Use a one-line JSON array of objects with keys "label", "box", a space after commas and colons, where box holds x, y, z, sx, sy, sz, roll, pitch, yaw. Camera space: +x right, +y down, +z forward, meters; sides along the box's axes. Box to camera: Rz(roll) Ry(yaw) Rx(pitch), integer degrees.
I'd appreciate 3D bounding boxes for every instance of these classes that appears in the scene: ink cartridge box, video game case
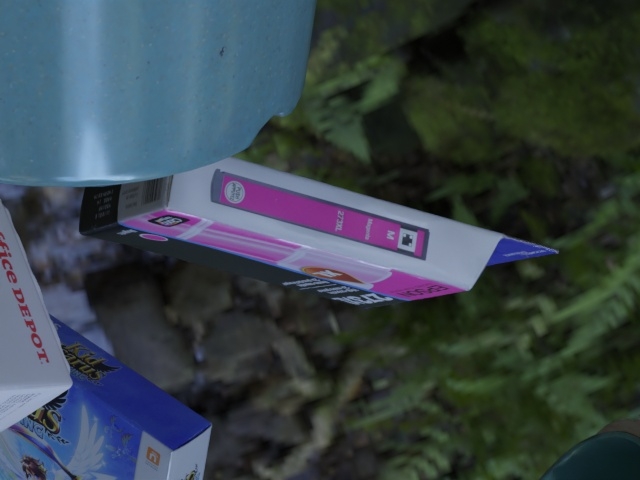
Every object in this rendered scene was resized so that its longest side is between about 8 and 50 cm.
[{"label": "ink cartridge box", "box": [-0.318, 0.057, 1.418, 0.100, 0.172, 0.237, -34, 160, 30]}, {"label": "ink cartridge box", "box": [0.000, 0.000, 1.629, 0.371, 0.069, 0.175, 13, 167, -27]}, {"label": "video game case", "box": [-0.236, 0.211, 1.866, 0.061, 0.269, 0.244, -32, 143, -44]}]

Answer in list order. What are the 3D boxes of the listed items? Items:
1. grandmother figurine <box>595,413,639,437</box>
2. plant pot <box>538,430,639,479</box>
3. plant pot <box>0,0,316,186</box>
[{"label": "grandmother figurine", "box": [0.355, 0.238, 1.550, 0.208, 0.104, 0.342, -34, 124, 8]}, {"label": "plant pot", "box": [0.245, 0.296, 1.212, 0.235, 0.293, 0.293, 21, 125, -14]}, {"label": "plant pot", "box": [-0.125, -0.228, 0.963, 0.341, 0.341, 0.334, -7, 122, -14]}]
